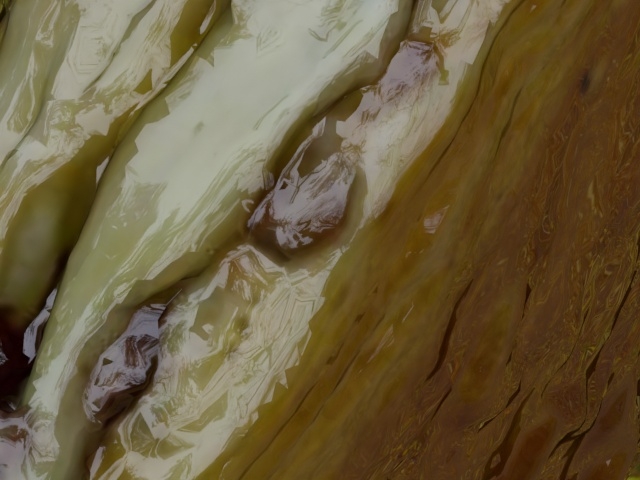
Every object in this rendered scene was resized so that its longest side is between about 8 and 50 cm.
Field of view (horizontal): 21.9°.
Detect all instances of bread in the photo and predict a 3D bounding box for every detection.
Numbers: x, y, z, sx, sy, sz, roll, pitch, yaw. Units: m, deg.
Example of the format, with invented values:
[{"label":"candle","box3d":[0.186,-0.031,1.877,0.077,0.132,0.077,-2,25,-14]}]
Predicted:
[{"label":"bread","box3d":[0.000,0.000,0.473,0.167,0.324,0.277,27,78,27]}]
